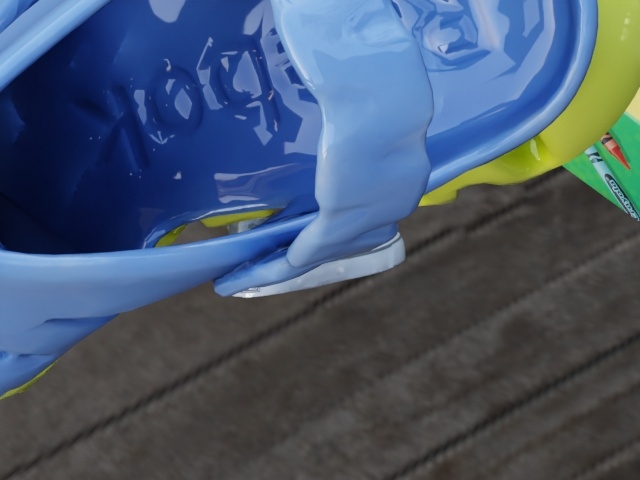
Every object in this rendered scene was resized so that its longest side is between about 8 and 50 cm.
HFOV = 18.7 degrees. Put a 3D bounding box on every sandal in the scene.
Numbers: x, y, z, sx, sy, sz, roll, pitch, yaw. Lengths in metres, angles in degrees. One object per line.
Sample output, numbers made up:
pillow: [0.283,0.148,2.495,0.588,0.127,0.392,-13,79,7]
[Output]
sandal: [-0.074,-0.021,0.495,0.317,0.138,0.126,-25,93,18]

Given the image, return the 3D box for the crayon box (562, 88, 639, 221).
crayon box: [0.231,-0.146,1.123,0.165,0.081,0.278,39,65,23]

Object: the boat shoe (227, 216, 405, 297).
boat shoe: [0.000,0.000,0.982,0.142,0.049,0.040,-13,99,-58]
